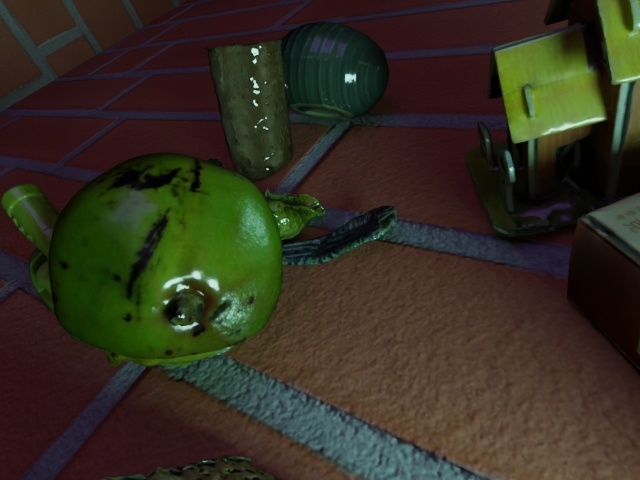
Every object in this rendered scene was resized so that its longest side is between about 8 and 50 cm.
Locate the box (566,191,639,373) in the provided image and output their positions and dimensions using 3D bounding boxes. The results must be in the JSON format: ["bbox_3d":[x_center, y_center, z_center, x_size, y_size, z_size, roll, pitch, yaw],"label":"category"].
[{"bbox_3d":[0.456,0.048,0.299,0.384,0.122,0.345,-22,39,0],"label":"box"}]

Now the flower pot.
[{"bbox_3d":[0.015,-0.326,0.875,0.242,0.189,0.157,13,91,29],"label":"flower pot"}]

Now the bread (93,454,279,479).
[{"bbox_3d":[-0.089,0.338,0.280,0.248,0.279,0.316,12,93,36],"label":"bread"}]

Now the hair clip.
[{"bbox_3d":[0.001,0.002,0.632,0.229,0.036,0.066,-16,40,12],"label":"hair clip"}]

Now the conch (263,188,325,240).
[{"bbox_3d":[-0.052,-0.046,0.679,0.121,0.074,0.089,-17,67,-27],"label":"conch"}]

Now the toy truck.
[{"bbox_3d":[-0.353,0.032,0.650,0.148,0.211,0.187,-37,60,-17],"label":"toy truck"}]

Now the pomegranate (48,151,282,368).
[{"bbox_3d":[-0.188,0.006,0.552,0.260,0.261,0.341,-31,44,-10],"label":"pomegranate"}]

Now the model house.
[{"bbox_3d":[0.320,-0.246,0.535,0.300,0.324,0.340,-11,41,13],"label":"model house"}]

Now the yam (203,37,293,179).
[{"bbox_3d":[-0.121,-0.244,0.822,0.129,0.239,0.128,20,40,38],"label":"yam"}]

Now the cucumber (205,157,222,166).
[{"bbox_3d":[-0.254,-0.076,0.835,0.043,0.043,0.257,8,48,25],"label":"cucumber"}]
